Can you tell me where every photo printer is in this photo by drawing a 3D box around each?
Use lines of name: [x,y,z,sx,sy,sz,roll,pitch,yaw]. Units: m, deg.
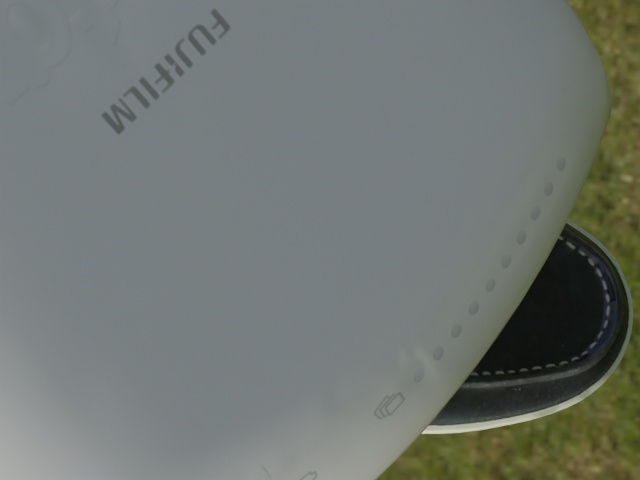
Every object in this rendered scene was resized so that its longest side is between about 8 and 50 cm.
photo printer: [-0.072,-0.052,0.481,0.256,0.307,0.107,-46,15,-18]

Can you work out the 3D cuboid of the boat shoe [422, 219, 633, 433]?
boat shoe: [0.000,0.000,0.992,0.156,0.500,0.186,-19,57,59]
